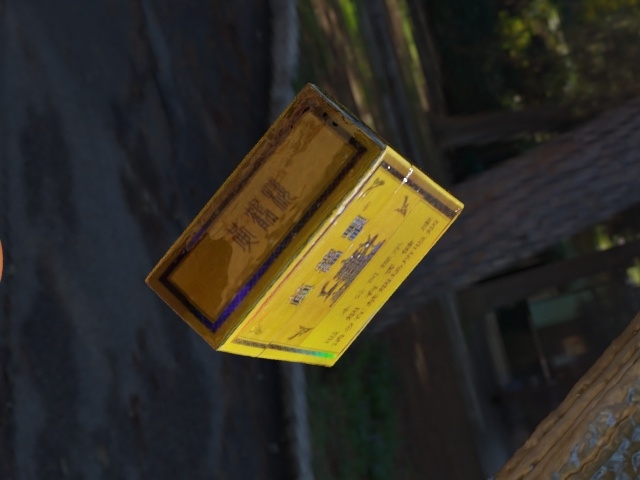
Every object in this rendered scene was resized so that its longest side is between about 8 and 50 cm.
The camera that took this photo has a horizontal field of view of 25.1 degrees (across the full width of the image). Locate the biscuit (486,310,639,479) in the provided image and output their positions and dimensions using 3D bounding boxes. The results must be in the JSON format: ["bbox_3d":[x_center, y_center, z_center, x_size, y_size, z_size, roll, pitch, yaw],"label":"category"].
[{"bbox_3d":[0.275,0.042,0.845,0.144,0.426,0.078,37,6,-14],"label":"biscuit"}]

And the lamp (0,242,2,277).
[{"bbox_3d":[-0.280,0.007,0.840,0.164,0.187,0.188,130,-53,-69],"label":"lamp"}]

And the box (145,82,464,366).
[{"bbox_3d":[0.000,0.000,1.160,0.084,0.193,0.301,40,5,17],"label":"box"}]
